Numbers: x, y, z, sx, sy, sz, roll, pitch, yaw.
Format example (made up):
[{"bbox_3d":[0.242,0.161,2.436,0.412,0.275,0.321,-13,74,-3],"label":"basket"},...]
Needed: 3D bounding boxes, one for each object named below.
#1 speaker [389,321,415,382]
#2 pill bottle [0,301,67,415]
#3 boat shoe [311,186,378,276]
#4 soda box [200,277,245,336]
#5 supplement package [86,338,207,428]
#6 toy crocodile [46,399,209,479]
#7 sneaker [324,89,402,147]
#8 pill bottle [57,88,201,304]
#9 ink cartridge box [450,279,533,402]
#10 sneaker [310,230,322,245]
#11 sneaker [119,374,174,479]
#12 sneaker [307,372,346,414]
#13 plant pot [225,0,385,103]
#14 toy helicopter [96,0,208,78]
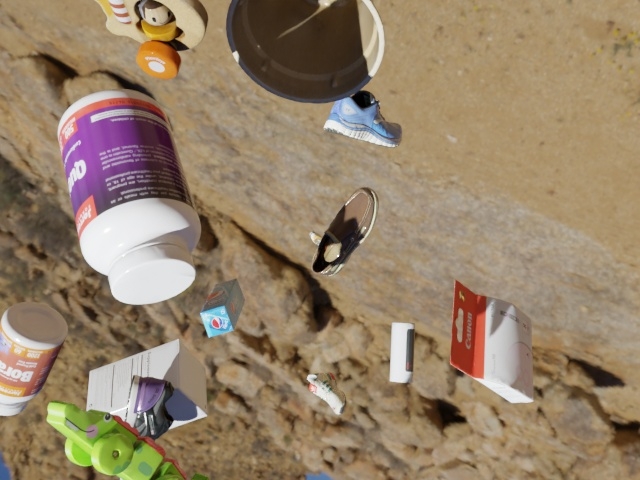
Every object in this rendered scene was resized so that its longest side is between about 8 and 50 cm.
[{"bbox_3d":[0.187,0.256,1.535,0.055,0.136,0.055,4,172,0],"label":"speaker"},{"bbox_3d":[-0.585,0.235,1.307,0.121,0.216,0.121,26,-155,-13],"label":"pill bottle"},{"bbox_3d":[0.056,-0.014,1.659,0.095,0.257,0.095,36,-156,25],"label":"boat shoe"},{"bbox_3d":[-0.250,0.170,1.734,0.067,0.071,0.210,-17,-165,6],"label":"soda box"},{"bbox_3d":[-0.497,0.441,1.941,0.292,0.175,0.177,-20,135,8],"label":"supplement package"},{"bbox_3d":[-0.315,0.368,1.129,0.115,0.105,0.340,-11,128,47],"label":"toy crocodile"},{"bbox_3d":[0.152,-0.368,2.017,0.129,0.147,0.330,23,-168,35],"label":"sneaker"},{"bbox_3d":[-0.297,-0.069,1.055,0.181,0.181,0.323,38,-154,-58],"label":"pill bottle"},{"bbox_3d":[0.352,0.203,1.356,0.066,0.189,0.232,-16,141,36],"label":"ink cartridge box"},{"bbox_3d":[0.000,0.000,1.882,0.083,0.032,0.037,47,-176,-47],"label":"sneaker"},{"bbox_3d":[-0.444,0.493,1.723,0.124,0.283,0.107,10,-173,-13],"label":"sneaker"},{"bbox_3d":[0.011,0.395,1.736,0.075,0.057,0.161,8,-160,-19],"label":"sneaker"},{"bbox_3d":[-0.012,-0.530,1.482,0.333,0.306,0.334,6,142,5],"label":"plant pot"},{"bbox_3d":[-0.370,-0.454,1.201,0.355,0.140,0.235,21,157,-19],"label":"toy helicopter"}]
